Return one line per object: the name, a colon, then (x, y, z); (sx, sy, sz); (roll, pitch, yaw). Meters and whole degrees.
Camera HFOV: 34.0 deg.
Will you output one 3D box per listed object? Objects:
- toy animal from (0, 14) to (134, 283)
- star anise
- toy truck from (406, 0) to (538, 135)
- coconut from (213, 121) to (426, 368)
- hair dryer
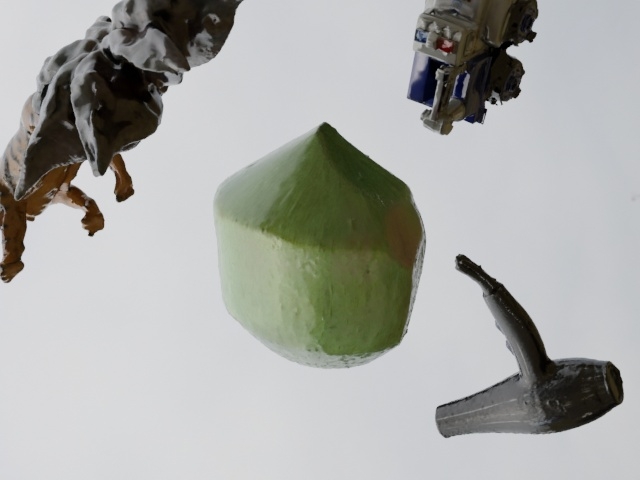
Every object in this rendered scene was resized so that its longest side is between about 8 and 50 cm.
toy animal: (-0.214, -0.085, 0.847); (0.116, 0.255, 0.114); (46, -150, 16)
star anise: (-0.117, -0.102, 0.622); (0.061, 0.204, 0.181); (43, -115, -27)
toy truck: (0.191, -0.269, 1.467); (0.177, 0.161, 0.213); (-34, -39, -46)
coconut: (0.000, 0.000, 1.399); (0.281, 0.328, 0.329); (-6, -87, -12)
hair dryer: (0.170, 0.102, 1.024); (0.219, 0.195, 0.075); (59, -148, -21)
